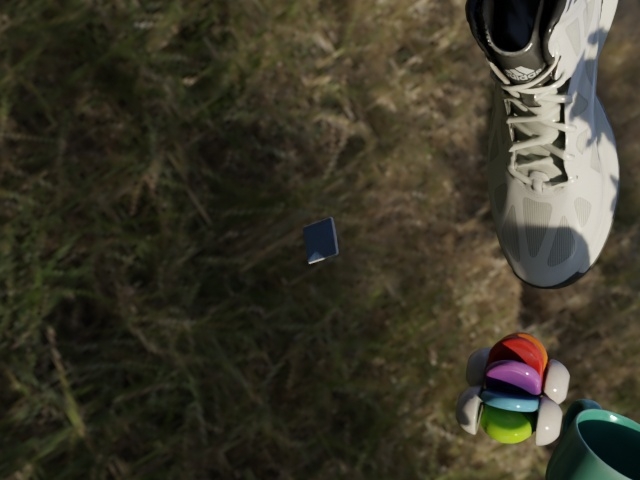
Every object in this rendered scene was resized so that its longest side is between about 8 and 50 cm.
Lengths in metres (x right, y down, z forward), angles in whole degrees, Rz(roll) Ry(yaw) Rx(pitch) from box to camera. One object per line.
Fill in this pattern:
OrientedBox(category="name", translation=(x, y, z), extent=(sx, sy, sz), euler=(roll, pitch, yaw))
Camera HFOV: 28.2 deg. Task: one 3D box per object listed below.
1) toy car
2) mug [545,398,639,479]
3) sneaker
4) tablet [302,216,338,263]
OrientedBox(category="toy car", translation=(0.296, 0.218, 1.948), extent=(0.136, 0.159, 0.182), euler=(86, 20, -44))
OrientedBox(category="mug", translation=(0.308, 0.252, 1.365), extent=(0.129, 0.097, 0.158), euler=(28, 24, 7))
OrientedBox(category="sneaker", translation=(0.228, -0.154, 1.449), extent=(0.257, 0.169, 0.447), euler=(-13, 106, -60))
OrientedBox(category="tablet", translation=(0.000, 0.000, 1.797), extent=(0.006, 0.083, 0.054), euler=(-6, 83, -31))
